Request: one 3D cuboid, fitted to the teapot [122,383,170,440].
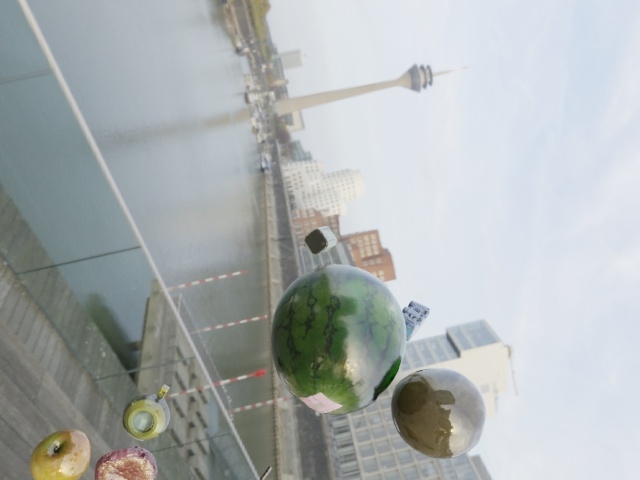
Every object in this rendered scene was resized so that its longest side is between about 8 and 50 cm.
[{"bbox_3d":[-0.486,0.486,1.439,0.130,0.166,0.119,34,-5,-6],"label":"teapot"}]

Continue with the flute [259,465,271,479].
[{"bbox_3d":[-0.237,0.817,1.549,0.014,0.270,0.014,35,-16,11],"label":"flute"}]

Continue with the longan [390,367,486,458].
[{"bbox_3d":[0.295,0.424,1.259,0.248,0.247,0.249,168,-90,-88],"label":"longan"}]

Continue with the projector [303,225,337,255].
[{"bbox_3d":[0.000,0.000,1.833,0.083,0.083,0.082,57,25,8],"label":"projector"}]

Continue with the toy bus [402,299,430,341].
[{"bbox_3d":[0.318,0.278,1.756,0.094,0.079,0.236,-63,162,15],"label":"toy bus"}]

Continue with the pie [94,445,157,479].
[{"bbox_3d":[-0.486,0.586,1.253,0.038,0.153,0.154,-159,-125,-69],"label":"pie"}]

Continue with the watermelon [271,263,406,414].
[{"bbox_3d":[0.043,0.226,1.207,0.363,0.362,0.364,168,-90,-88],"label":"watermelon"}]

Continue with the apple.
[{"bbox_3d":[-0.837,0.708,1.621,0.183,0.182,0.155,-105,-166,-50],"label":"apple"}]
